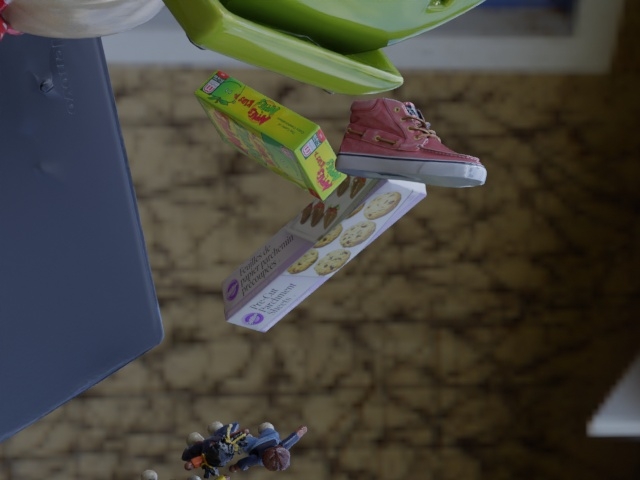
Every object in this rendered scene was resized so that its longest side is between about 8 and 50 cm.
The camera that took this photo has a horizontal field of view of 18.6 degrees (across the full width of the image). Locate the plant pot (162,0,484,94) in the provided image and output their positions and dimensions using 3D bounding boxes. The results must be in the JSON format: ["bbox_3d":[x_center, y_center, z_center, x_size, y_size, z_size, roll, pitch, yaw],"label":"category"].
[{"bbox_3d":[-0.007,-0.231,1.232,0.207,0.228,0.227,-48,-121,21],"label":"plant pot"}]

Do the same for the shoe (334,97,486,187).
[{"bbox_3d":[0.097,-0.103,2.019,0.063,0.178,0.081,20,79,-53],"label":"shoe"}]

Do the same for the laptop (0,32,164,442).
[{"bbox_3d":[-0.392,-0.003,1.709,0.236,0.408,0.382,-70,155,-58],"label":"laptop"}]

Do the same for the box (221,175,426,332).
[{"bbox_3d":[0.000,0.000,2.355,0.324,0.067,0.063,-40,-136,35],"label":"box"}]

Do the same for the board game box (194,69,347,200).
[{"bbox_3d":[-0.058,-0.121,2.226,0.181,0.043,0.092,31,-18,40],"label":"board game box"}]

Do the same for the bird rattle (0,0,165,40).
[{"bbox_3d":[-0.213,-0.214,1.481,0.253,0.207,0.143,-83,177,-58],"label":"bird rattle"}]

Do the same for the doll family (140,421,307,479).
[{"bbox_3d":[-0.103,0.223,1.874,0.076,0.193,0.111,50,-7,-6],"label":"doll family"}]
